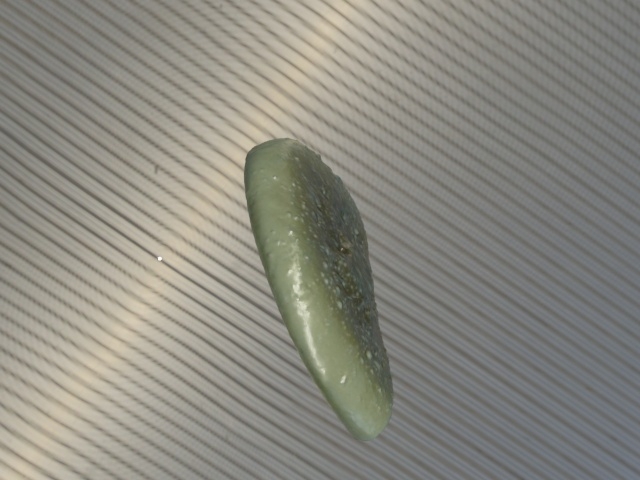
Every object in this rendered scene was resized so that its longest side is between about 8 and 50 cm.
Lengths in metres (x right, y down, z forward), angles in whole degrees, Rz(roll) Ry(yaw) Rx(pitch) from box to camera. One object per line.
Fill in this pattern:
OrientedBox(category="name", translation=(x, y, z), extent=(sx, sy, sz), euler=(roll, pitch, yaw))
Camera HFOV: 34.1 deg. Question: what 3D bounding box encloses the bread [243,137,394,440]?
OrientedBox(category="bread", translation=(-0.001, 0.000, 0.554), extent=(0.036, 0.193, 0.112), euler=(-25, 126, 13))
